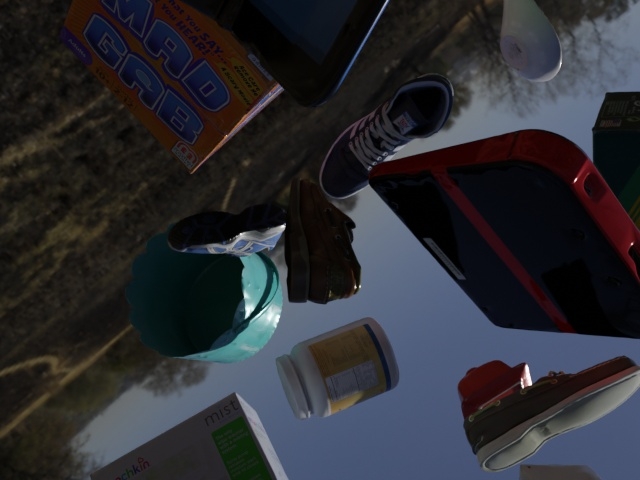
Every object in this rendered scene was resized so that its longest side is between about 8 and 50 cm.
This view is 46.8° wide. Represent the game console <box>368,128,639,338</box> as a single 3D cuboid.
[{"bbox_3d":[0.289,0.006,1.058,0.342,0.386,0.060,-2,-132,55],"label":"game console"}]

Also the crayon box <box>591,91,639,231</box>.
[{"bbox_3d":[0.528,-0.077,1.292,0.081,0.318,0.202,4,-150,26],"label":"crayon box"}]

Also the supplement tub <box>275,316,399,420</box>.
[{"bbox_3d":[0.030,0.240,1.373,0.199,0.144,0.144,-19,179,-12],"label":"supplement tub"}]

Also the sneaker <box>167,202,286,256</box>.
[{"bbox_3d":[-0.154,-0.002,1.248,0.211,0.080,0.081,-7,137,-26],"label":"sneaker"}]

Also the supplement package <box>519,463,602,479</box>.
[{"bbox_3d":[0.574,0.702,1.751,0.177,0.293,0.175,1,-174,-2],"label":"supplement package"}]

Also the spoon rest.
[{"bbox_3d":[0.338,-0.405,1.316,0.084,0.276,0.137,-35,179,-15],"label":"spoon rest"}]

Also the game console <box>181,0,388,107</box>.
[{"bbox_3d":[-0.037,-0.284,0.495,0.293,0.250,0.173,-58,-168,19],"label":"game console"}]

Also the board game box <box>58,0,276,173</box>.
[{"bbox_3d":[-0.191,-0.416,1.361,0.356,0.356,0.356,-49,-170,-34],"label":"board game box"}]

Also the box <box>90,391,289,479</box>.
[{"bbox_3d":[-0.182,0.407,1.141,0.262,0.231,0.127,-29,150,-3],"label":"box"}]

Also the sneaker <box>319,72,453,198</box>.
[{"bbox_3d":[0.104,-0.168,1.210,0.282,0.099,0.153,-42,-173,11],"label":"sneaker"}]

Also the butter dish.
[{"bbox_3d":[0.339,0.305,1.507,0.160,0.160,0.118,-30,-140,-8],"label":"butter dish"}]

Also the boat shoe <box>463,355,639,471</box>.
[{"bbox_3d":[0.376,0.264,1.202,0.305,0.109,0.091,-31,-136,6],"label":"boat shoe"}]

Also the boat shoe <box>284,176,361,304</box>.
[{"bbox_3d":[0.000,0.000,1.131,0.307,0.104,0.111,-96,-170,-56],"label":"boat shoe"}]

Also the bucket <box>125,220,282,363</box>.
[{"bbox_3d":[-0.219,0.109,1.454,0.281,0.281,0.183,-40,151,9],"label":"bucket"}]
